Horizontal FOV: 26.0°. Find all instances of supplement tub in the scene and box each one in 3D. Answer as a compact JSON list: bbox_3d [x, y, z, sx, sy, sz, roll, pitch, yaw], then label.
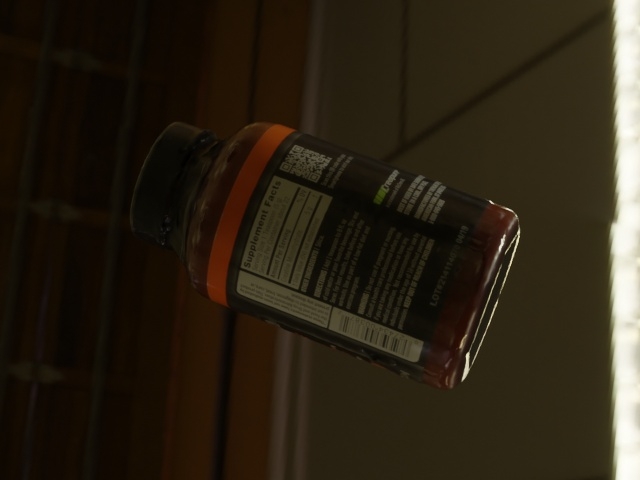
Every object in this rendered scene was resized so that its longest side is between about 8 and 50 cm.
[{"bbox_3d":[0.000,0.000,0.747,0.106,0.198,0.106,21,90,-78],"label":"supplement tub"}]
